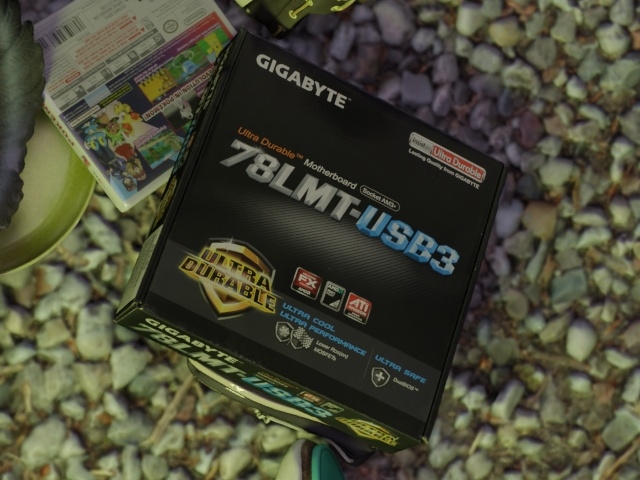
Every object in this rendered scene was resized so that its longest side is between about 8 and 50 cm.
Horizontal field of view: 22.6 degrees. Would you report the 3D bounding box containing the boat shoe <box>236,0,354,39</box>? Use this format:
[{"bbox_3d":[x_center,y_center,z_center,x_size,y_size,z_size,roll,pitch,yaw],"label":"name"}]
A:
[{"bbox_3d":[0.004,-0.238,1.436,0.069,0.228,0.081,49,63,-15],"label":"boat shoe"}]

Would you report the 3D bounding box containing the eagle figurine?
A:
[{"bbox_3d":[-0.351,-0.064,1.334,0.226,0.225,0.298,20,50,-43],"label":"eagle figurine"}]

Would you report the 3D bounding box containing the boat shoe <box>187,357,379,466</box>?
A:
[{"bbox_3d":[-0.035,0.153,1.469,0.206,0.075,0.065,23,122,-13],"label":"boat shoe"}]

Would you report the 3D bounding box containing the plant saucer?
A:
[{"bbox_3d":[-0.320,-0.082,1.443,0.241,0.037,0.241,1,85,-12],"label":"plant saucer"}]

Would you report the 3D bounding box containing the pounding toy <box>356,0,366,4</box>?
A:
[{"bbox_3d":[0.054,-0.300,1.494,0.130,0.141,0.100,43,77,-6],"label":"pounding toy"}]

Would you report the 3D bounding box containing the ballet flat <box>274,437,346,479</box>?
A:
[{"bbox_3d":[0.005,0.381,1.436,0.139,0.139,0.400,-20,91,-14],"label":"ballet flat"}]

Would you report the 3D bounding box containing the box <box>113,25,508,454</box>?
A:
[{"bbox_3d":[0.000,0.000,1.443,0.295,0.073,0.293,27,66,-16],"label":"box"}]

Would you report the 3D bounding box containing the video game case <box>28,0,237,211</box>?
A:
[{"bbox_3d":[-0.160,-0.153,1.470,0.201,0.023,0.183,-38,94,-29],"label":"video game case"}]
